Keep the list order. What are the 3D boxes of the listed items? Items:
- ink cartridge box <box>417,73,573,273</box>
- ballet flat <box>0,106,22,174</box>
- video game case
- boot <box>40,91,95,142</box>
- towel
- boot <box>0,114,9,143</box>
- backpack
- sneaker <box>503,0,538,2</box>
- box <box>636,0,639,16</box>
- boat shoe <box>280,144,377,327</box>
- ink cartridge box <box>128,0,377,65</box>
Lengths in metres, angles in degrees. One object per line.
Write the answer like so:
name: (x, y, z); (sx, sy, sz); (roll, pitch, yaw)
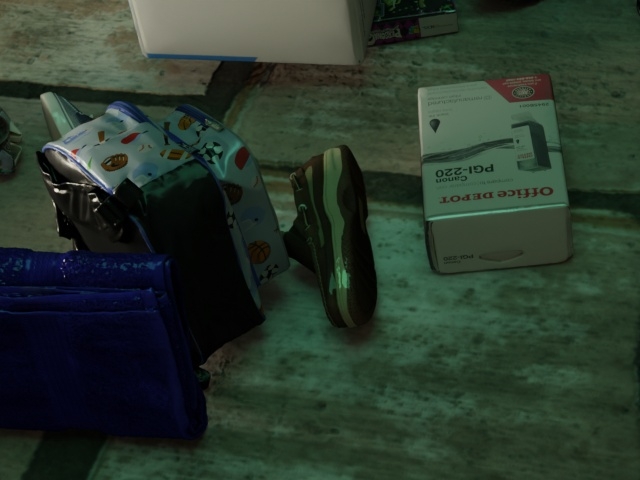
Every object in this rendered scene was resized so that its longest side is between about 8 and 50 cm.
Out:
ink cartridge box: (0.191, -0.076, 1.716); (0.158, 0.092, 0.218); (-6, 48, 7)
ballet flat: (-0.392, -0.122, 1.924); (0.041, 0.041, 0.114); (-11, 46, 1)
video game case: (0.063, -0.343, 2.026); (0.210, 0.042, 0.232); (-10, 46, 3)
boot: (-0.271, -0.122, 1.881); (0.086, 0.069, 0.190); (-22, 54, -19)
towel: (-0.276, 0.111, 1.541); (0.308, 0.228, 0.076); (2, 35, 14)
boot: (-0.513, -0.144, 1.893); (0.189, 0.076, 0.208); (-19, 34, -36)
backpack: (-0.175, -0.028, 1.643); (0.213, 0.276, 0.263); (-35, 43, -26)
sneaker: (0.292, -0.395, 1.999); (0.286, 0.109, 0.130); (-22, 40, -22)
box: (0.405, -0.286, 1.883); (0.018, 0.067, 0.083); (-9, 47, 2)
boat shoe: (0.003, 0.006, 1.690); (0.095, 0.095, 0.257); (-17, 38, 13)
ink cartridge box: (-0.061, -0.419, 1.969); (0.285, 0.166, 0.395); (3, 50, 11)
